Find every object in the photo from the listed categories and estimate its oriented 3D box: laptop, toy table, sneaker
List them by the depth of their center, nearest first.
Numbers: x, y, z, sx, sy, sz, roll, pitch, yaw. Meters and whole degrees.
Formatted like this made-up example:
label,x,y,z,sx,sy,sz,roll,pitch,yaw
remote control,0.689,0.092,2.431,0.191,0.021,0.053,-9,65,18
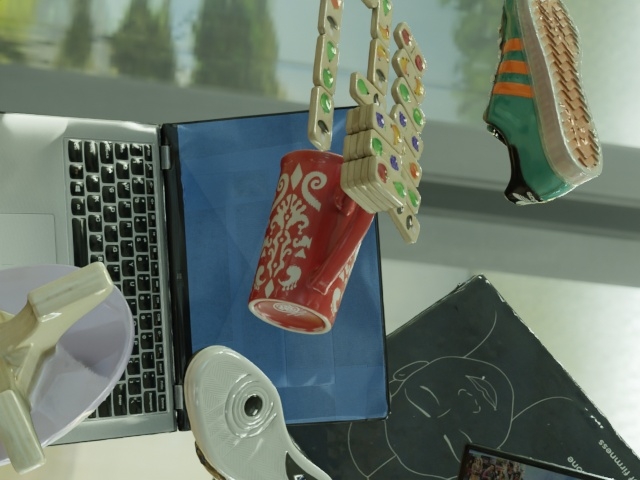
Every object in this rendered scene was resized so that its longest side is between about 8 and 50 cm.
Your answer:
label,x,y,z,sx,sy,sz,roll,pitch,yaw
sneaker,-0.080,0.160,1.215,0.121,0.079,0.217,20,-31,48
toy table,-0.304,0.105,1.310,0.252,0.274,0.161,51,-12,12
laptop,-0.153,0.034,1.677,0.236,0.408,0.382,-9,-96,45
sneaker,0.238,-0.180,1.699,0.121,0.108,0.302,-30,-130,36

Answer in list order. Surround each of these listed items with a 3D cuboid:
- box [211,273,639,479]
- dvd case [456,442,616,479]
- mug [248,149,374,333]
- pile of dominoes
label,x,y,z,sx,sy,sz,roll,pitch,yaw
box,0.173,0.389,2.097,0.480,0.471,0.297,51,-33,13
dvd case,0.224,0.374,1.656,0.022,0.180,0.253,11,91,-66
mug,-0.010,-0.002,1.518,0.150,0.113,0.169,104,2,-69
pile of dominoes,0.063,-0.143,1.391,0.196,0.040,0.251,40,47,-46
